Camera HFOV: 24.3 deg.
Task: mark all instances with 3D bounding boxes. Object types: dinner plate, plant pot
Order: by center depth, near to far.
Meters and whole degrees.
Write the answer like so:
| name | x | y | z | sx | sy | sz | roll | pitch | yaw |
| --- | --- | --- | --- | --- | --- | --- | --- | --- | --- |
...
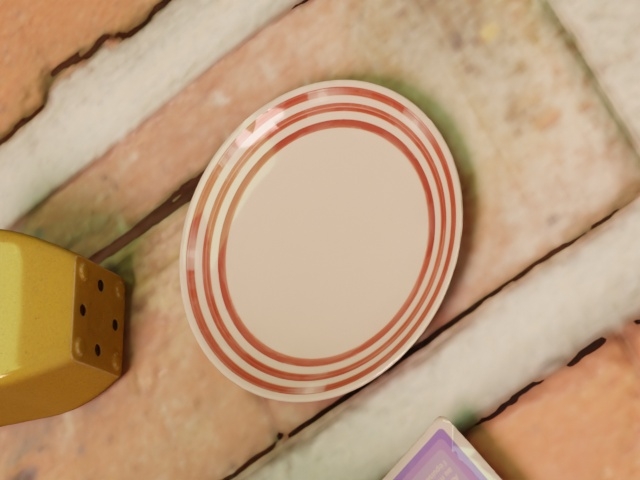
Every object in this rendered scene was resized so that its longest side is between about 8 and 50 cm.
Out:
| name | x | y | z | sx | sy | sz | roll | pitch | yaw |
| --- | --- | --- | --- | --- | --- | --- | --- | --- | --- |
| dinner plate | 0.000 | 0.000 | 0.634 | 0.141 | 0.017 | 0.141 | -10 | 72 | 31 |
| plant pot | -0.136 | 0.038 | 0.677 | 0.083 | 0.081 | 0.081 | -7 | 72 | 19 |

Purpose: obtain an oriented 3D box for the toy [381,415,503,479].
| name | x | y | z | sx | sy | sz | roll | pitch | yaw |
| --- | --- | --- | --- | --- | --- | --- | --- | --- | --- |
| toy | 0.061 | 0.189 | 0.513 | 0.137 | 0.056 | 0.237 | -49 | 56 | 13 |
